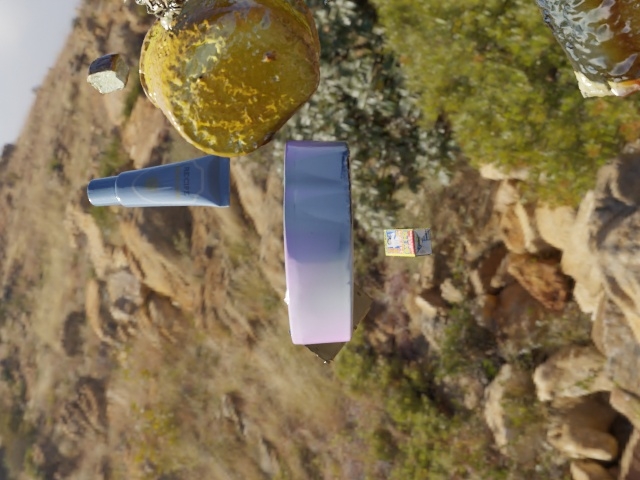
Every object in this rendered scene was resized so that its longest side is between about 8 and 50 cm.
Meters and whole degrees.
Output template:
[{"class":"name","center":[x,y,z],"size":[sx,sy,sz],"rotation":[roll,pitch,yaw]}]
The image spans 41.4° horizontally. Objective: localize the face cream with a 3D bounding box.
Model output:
[{"class":"face cream","center":[-0.389,-0.133,2.054],"size":[0.086,0.385,0.136],"rotation":[18,-111,-66]}]

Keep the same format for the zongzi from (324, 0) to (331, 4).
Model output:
[{"class":"zongzi","center":[0.125,-0.709,1.958],"size":[0.300,0.145,0.274],"rotation":[-30,29,59]}]

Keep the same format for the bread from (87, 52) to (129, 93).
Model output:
[{"class":"bread","center":[-0.501,-0.397,1.997],"size":[0.083,0.077,0.070],"rotation":[-16,56,16]}]

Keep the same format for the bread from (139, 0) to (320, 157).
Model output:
[{"class":"bread","center":[-0.161,-0.340,1.669],"size":[0.358,0.337,0.204],"rotation":[-47,39,13]}]

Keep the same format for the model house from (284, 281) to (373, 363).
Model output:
[{"class":"model house","center":[-0.003,0.146,1.879],"size":[0.181,0.176,0.248],"rotation":[-52,-14,-8]}]

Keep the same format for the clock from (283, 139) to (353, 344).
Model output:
[{"class":"clock","center":[0.000,0.000,1.401],"size":[0.338,0.102,0.339],"rotation":[-1,-90,-89]}]

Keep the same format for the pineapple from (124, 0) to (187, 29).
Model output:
[{"class":"pineapple","center":[-0.266,-0.418,1.389],"size":[0.140,0.249,0.164],"rotation":[-111,35,-55]}]

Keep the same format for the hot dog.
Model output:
[{"class":"hot dog","center":[0.477,-0.434,1.259],"size":[0.367,0.365,0.196],"rotation":[-29,44,26]}]

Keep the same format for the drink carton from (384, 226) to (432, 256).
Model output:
[{"class":"drink carton","center":[0.218,0.003,2.118],"size":[0.165,0.056,0.071],"rotation":[-178,86,-69]}]
